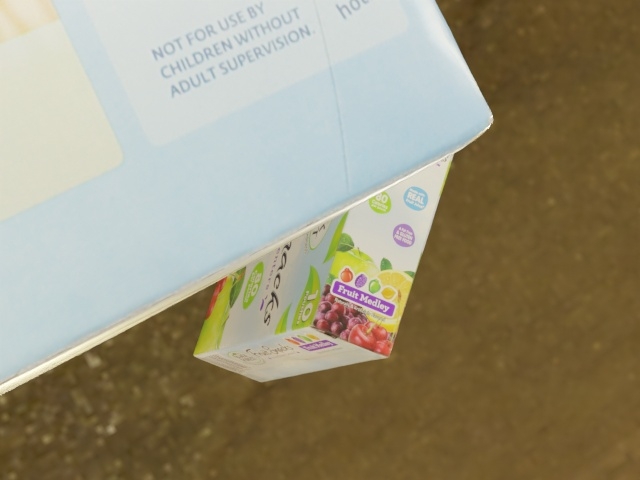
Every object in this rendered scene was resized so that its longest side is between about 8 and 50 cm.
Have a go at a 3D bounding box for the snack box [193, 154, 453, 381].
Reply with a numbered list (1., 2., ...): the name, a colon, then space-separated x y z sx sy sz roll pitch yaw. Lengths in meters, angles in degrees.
1. snack box: 0.000 0.000 0.704 0.037 0.100 0.141 22 165 -18

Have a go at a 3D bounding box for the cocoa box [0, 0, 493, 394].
1. cocoa box: -0.177 -0.042 0.493 0.347 0.231 0.228 -28 -177 -27
